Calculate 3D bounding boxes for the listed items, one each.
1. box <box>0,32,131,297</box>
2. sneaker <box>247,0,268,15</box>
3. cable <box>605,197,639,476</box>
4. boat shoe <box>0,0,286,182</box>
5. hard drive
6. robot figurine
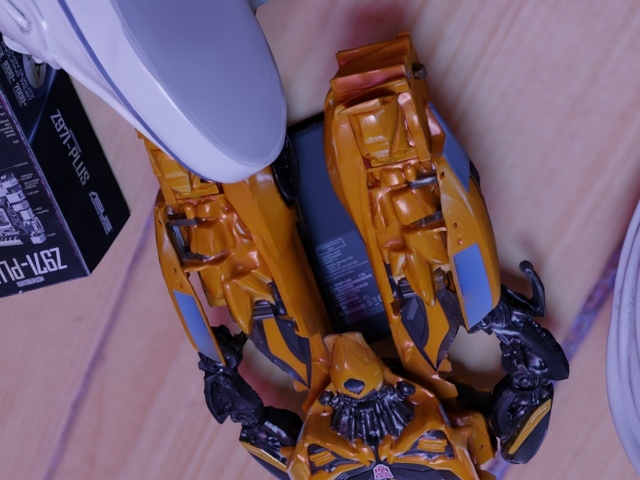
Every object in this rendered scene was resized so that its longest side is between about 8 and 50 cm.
[{"bbox_3d":[-0.223,-0.039,0.934,0.180,0.077,0.147,-14,113,20],"label":"box"},{"bbox_3d":[-0.034,-0.201,0.781,0.319,0.127,0.208,-18,111,31],"label":"sneaker"},{"bbox_3d":[0.239,0.017,0.768,0.089,0.257,0.257,16,156,-25],"label":"cable"},{"bbox_3d":[-0.115,-0.125,0.737,0.084,0.095,0.258,-35,90,38],"label":"boat shoe"},{"bbox_3d":[0.000,0.000,0.937,0.094,0.022,0.135,-22,111,23],"label":"hard drive"},{"bbox_3d":[0.014,0.038,0.885,0.211,0.085,0.291,-10,122,16],"label":"robot figurine"}]
